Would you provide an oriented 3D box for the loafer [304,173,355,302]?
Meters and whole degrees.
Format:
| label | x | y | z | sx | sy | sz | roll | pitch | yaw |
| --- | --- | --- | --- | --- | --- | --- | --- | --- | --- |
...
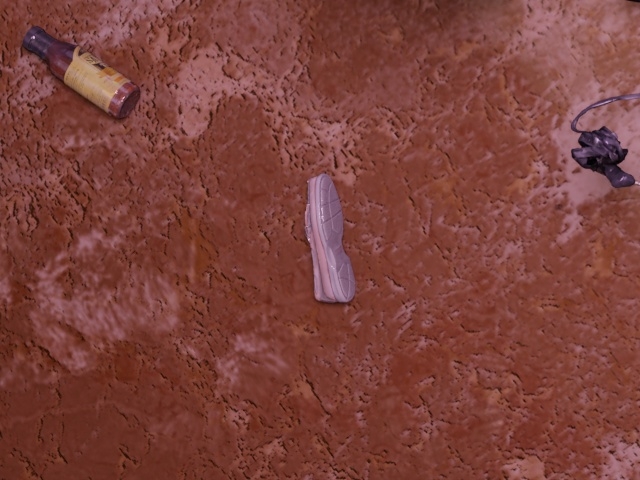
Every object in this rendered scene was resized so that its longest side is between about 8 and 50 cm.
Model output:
| label | x | y | z | sx | sy | sz | roll | pitch | yaw |
| --- | --- | --- | --- | --- | --- | --- | --- | --- | --- |
| loafer | 0.000 | 0.000 | 1.692 | 0.039 | 0.045 | 0.125 | -7 | 100 | 30 |

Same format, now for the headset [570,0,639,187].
| label | x | y | z | sx | sy | sz | roll | pitch | yaw |
| --- | --- | --- | --- | --- | --- | --- | --- | --- | --- |
| headset | 0.331 | -0.219 | 1.439 | 0.243 | 0.185 | 0.394 | 36 | 99 | 13 |

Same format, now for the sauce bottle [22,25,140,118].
| label | x | y | z | sx | sy | sz | roll | pitch | yaw |
| --- | --- | --- | --- | --- | --- | --- | --- | --- | --- |
| sauce bottle | -0.237 | -0.168 | 1.756 | 0.128 | 0.042 | 0.042 | 35 | 110 | 11 |
